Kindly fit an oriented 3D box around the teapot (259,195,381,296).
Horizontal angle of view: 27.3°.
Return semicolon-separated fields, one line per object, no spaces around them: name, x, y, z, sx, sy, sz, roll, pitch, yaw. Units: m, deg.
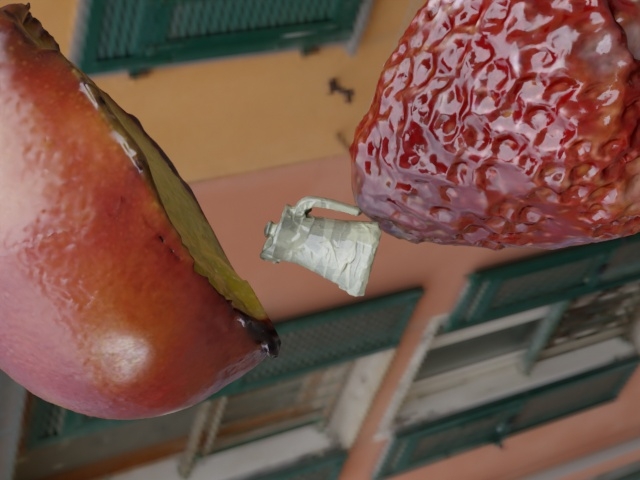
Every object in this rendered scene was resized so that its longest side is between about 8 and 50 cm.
teapot;0.000;0.000;0.957;0.057;0.083;0.067;-73;-3;-65

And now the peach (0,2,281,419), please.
peach;-0.202;-0.003;0.998;0.361;0.201;0.257;56;180;-41

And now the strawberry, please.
strawberry;0.196;-0.110;1.160;0.292;0.292;0.310;29;86;52
